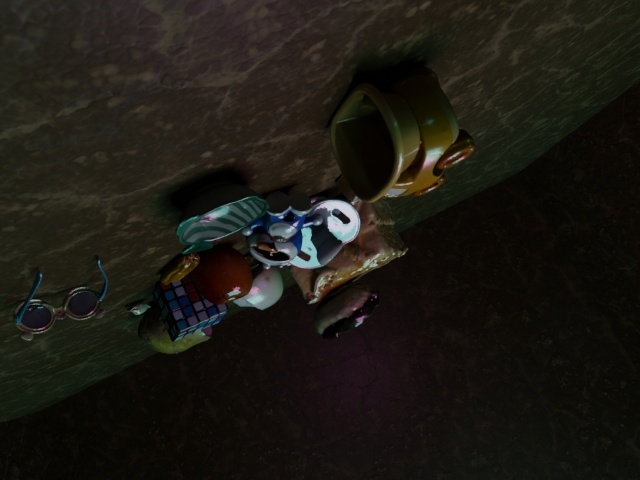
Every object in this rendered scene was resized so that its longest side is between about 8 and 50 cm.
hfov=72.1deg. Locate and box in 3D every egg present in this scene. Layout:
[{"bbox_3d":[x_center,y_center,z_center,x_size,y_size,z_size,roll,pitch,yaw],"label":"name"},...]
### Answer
[{"bbox_3d":[-0.240,0.202,1.839,0.206,0.162,0.271,-41,-169,4],"label":"egg"}]

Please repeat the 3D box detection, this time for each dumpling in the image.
[{"bbox_3d":[-0.634,0.234,1.519,0.059,0.043,0.077,-14,-163,39],"label":"dumpling"}]

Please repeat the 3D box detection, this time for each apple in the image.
[{"bbox_3d":[-0.308,0.110,1.367,0.180,0.169,0.181,-21,173,-3],"label":"apple"}]

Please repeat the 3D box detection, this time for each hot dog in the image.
[{"bbox_3d":[-0.413,0.082,1.290,0.165,0.045,0.071,-35,166,37],"label":"hot dog"}]

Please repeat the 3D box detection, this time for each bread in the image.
[{"bbox_3d":[0.096,0.014,1.628,0.390,0.279,0.371,-31,172,17],"label":"bread"}]

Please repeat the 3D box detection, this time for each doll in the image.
[{"bbox_3d":[-0.109,-0.027,1.203,0.215,0.161,0.257,5,149,-14],"label":"doll"}]

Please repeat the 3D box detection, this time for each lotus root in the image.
[{"bbox_3d":[0.115,-0.173,1.296,0.112,0.081,0.122,-40,165,27],"label":"lotus root"}]

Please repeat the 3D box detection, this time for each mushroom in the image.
[{"bbox_3d":[0.080,0.244,1.624,0.247,0.130,0.344,-48,-176,-21],"label":"mushroom"}]

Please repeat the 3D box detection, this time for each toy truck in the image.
[{"bbox_3d":[0.154,-0.198,0.866,0.211,0.204,0.288,-21,169,-18],"label":"toy truck"}]

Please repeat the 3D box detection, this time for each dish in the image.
[{"bbox_3d":[-0.225,-0.061,0.937,0.224,0.078,0.246,-15,164,-49],"label":"dish"}]

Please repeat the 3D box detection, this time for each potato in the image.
[{"bbox_3d":[-0.571,0.329,1.688,0.266,0.229,0.229,-32,170,8],"label":"potato"}]

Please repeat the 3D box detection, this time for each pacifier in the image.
[{"bbox_3d":[0.000,0.000,1.349,0.279,0.207,0.227,-44,127,17],"label":"pacifier"}]

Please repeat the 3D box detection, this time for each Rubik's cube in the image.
[{"bbox_3d":[-0.442,0.213,1.491,0.182,0.187,0.184,-21,166,-30],"label":"Rubik's cube"}]

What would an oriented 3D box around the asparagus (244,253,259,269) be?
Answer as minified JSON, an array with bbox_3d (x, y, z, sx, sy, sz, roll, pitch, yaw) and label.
[{"bbox_3d":[-0.309,0.124,1.706,0.080,0.080,0.287,-21,163,-33],"label":"asparagus"}]

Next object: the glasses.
[{"bbox_3d":[-0.581,0.105,0.993,0.189,0.088,0.221,-16,146,-46],"label":"glasses"}]

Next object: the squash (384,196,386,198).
[{"bbox_3d":[0.237,-0.164,1.801,0.083,0.028,0.027,-32,169,30],"label":"squash"}]
